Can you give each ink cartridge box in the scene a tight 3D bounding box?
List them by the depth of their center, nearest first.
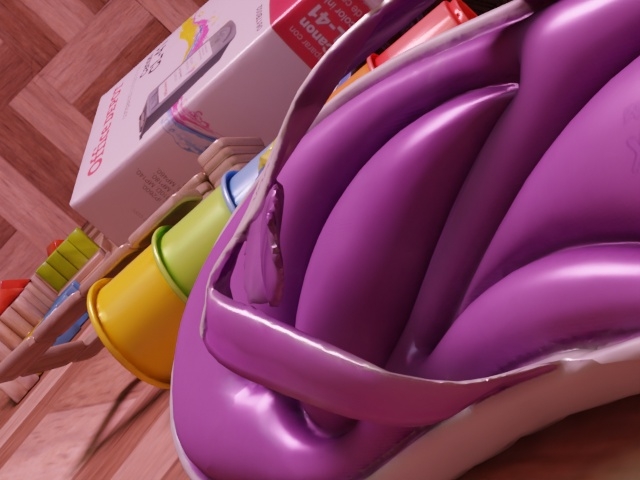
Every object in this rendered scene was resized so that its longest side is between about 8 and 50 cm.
[{"bbox_3d":[-0.059,-0.132,1.062,0.306,0.131,0.226,-37,25,19],"label":"ink cartridge box"}]

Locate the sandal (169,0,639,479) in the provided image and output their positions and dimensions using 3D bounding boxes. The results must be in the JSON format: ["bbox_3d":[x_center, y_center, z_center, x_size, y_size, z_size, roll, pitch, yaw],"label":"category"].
[{"bbox_3d":[0.032,-0.014,0.383,0.416,0.102,0.169,-30,52,50],"label":"sandal"}]

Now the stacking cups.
[{"bbox_3d":[-0.016,-0.030,0.787,0.316,0.096,0.096,-41,13,21],"label":"stacking cups"}]

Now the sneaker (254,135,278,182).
[{"bbox_3d":[0.000,0.000,0.630,0.126,0.091,0.240,-52,14,-21],"label":"sneaker"}]

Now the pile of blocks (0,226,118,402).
[{"bbox_3d":[-0.359,0.066,1.618,0.149,0.112,0.362,-41,13,26],"label":"pile of blocks"}]

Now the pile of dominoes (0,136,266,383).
[{"bbox_3d":[-0.127,0.012,0.948,0.251,0.040,0.196,-41,-15,26],"label":"pile of dominoes"}]

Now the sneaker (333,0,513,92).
[{"bbox_3d":[0.047,-0.108,0.844,0.211,0.080,0.081,-41,15,24],"label":"sneaker"}]
